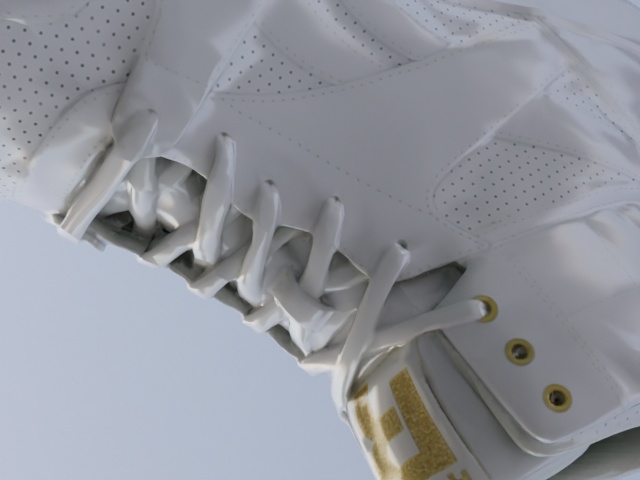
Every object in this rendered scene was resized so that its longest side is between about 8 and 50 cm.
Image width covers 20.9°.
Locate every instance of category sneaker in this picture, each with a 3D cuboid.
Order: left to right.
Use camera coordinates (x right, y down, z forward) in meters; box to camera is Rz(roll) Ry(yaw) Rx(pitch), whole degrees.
[{"bbox_3d":[0.000,0.000,0.478,0.108,0.293,0.169,-51,-136,47],"label":"sneaker"}]
